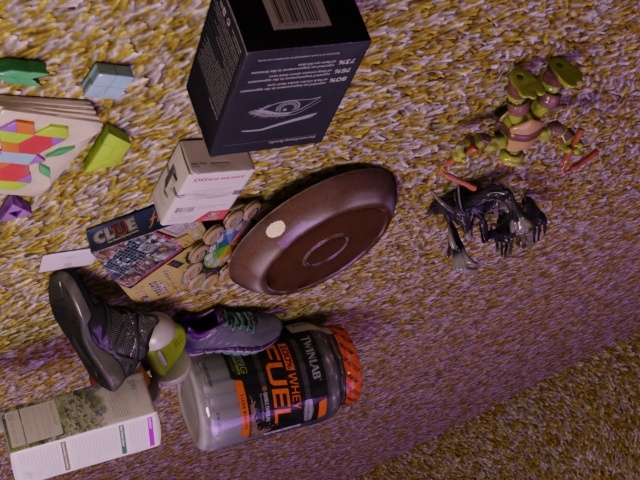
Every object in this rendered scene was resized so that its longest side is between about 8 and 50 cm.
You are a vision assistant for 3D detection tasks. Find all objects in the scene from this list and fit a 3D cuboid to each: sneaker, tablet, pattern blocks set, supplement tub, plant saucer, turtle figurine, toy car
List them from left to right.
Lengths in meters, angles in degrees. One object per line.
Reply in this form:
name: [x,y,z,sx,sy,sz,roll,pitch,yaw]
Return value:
pattern blocks set: [-0.364,-0.108,1.303,0.285,0.026,0.325,-6,153,-31]
tablet: [-0.377,0.030,1.625,0.083,0.006,0.054,-8,155,-25]
sneaker: [-0.340,0.117,1.718,0.130,0.087,0.227,-45,127,-31]
toy car: [-0.321,0.200,1.884,0.182,0.136,0.159,-43,142,-22]
sneaker: [-0.164,0.161,2.004,0.224,0.083,0.098,-8,149,-26]
supplement tub: [-0.102,0.281,2.156,0.338,0.207,0.207,-12,156,-20]
plant saucer: [0.000,0.000,1.751,0.311,0.050,0.310,-28,158,-12]
turtle figurine: [0.318,-0.178,1.636,0.270,0.087,0.217,-5,146,-13]

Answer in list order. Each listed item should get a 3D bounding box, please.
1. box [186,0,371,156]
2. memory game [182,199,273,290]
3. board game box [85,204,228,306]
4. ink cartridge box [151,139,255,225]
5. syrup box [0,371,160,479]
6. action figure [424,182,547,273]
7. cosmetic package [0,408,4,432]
box: [-0.054,-0.200,1.249,0.153,0.108,0.207,-10,155,-24]
memory game: [-0.139,0.010,1.682,0.186,0.012,0.186,-39,159,-18]
board game box: [-0.242,0.019,1.666,0.165,0.042,0.243,-20,157,-2]
ink cartridge box: [-0.162,-0.081,1.491,0.099,0.056,0.135,-6,154,-31]
syrup box: [-0.385,0.303,1.753,0.237,0.093,0.096,-13,136,-18]
action figure: [0.296,-0.025,1.896,0.164,0.140,0.276,-22,162,34]
cosmetic package: [-0.717,0.317,1.620,0.230,0.161,0.453,-32,173,26]
